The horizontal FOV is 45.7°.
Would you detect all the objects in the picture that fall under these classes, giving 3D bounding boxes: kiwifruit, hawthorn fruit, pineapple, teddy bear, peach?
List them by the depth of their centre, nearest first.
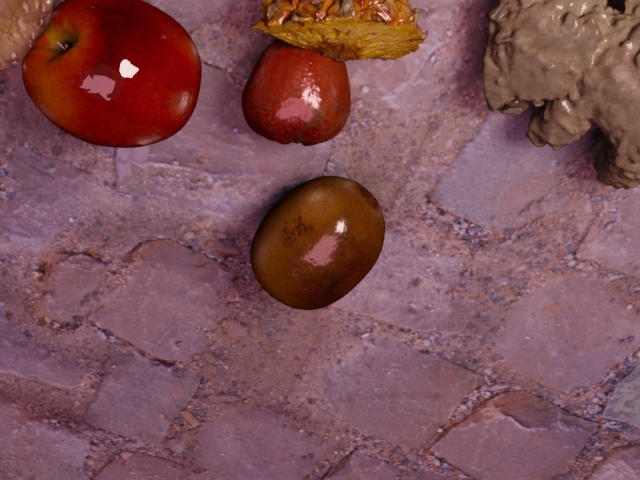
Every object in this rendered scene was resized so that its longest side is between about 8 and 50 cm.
[{"bbox_3d":[0.053,-0.335,1.008,0.250,0.164,0.140,11,173,-35],"label":"pineapple"},{"bbox_3d":[0.403,-0.265,1.059,0.368,0.224,0.357,31,123,-2],"label":"teddy bear"},{"bbox_3d":[-0.285,-0.225,1.066,0.244,0.199,0.243,-10,151,-6],"label":"peach"},{"bbox_3d":[-0.030,-0.241,1.102,0.163,0.162,0.203,7,107,-4],"label":"hawthorn fruit"},{"bbox_3d":[0.000,0.000,1.234,0.196,0.196,0.234,34,118,-21],"label":"kiwifruit"}]

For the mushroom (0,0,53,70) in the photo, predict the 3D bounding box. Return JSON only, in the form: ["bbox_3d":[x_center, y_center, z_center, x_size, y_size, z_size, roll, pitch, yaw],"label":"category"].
[{"bbox_3d":[-0.509,-0.289,0.989,0.233,0.301,0.208,36,152,-8],"label":"mushroom"}]
